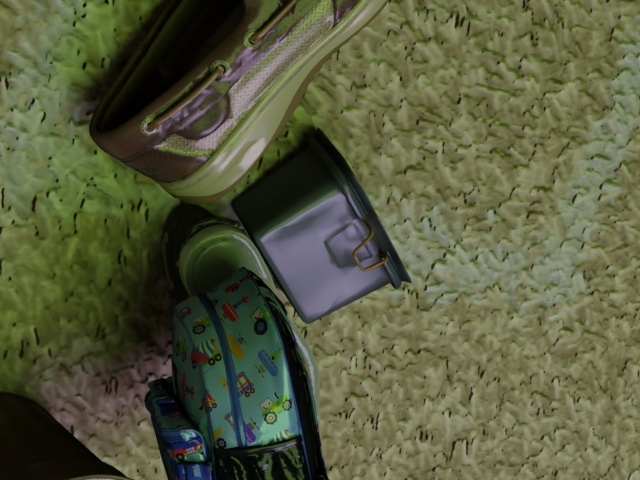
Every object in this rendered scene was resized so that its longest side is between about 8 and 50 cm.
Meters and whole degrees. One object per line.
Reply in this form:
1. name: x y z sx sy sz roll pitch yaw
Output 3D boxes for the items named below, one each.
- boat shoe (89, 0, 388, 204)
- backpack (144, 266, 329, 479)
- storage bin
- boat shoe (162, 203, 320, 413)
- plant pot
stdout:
1. boat shoe: -0.040 -0.188 1.200 0.123 0.123 0.342 29 102 -42
2. backpack: -0.064 0.113 1.235 0.117 0.158 0.173 -14 108 -8
3. storage bin: 0.000 0.000 1.346 0.091 0.098 0.135 -33 129 -3
4. boat shoe: -0.061 0.070 1.350 0.081 0.068 0.227 -27 126 -14
5. plant pot: -0.214 0.202 1.254 0.167 0.165 0.167 -15 121 -28
